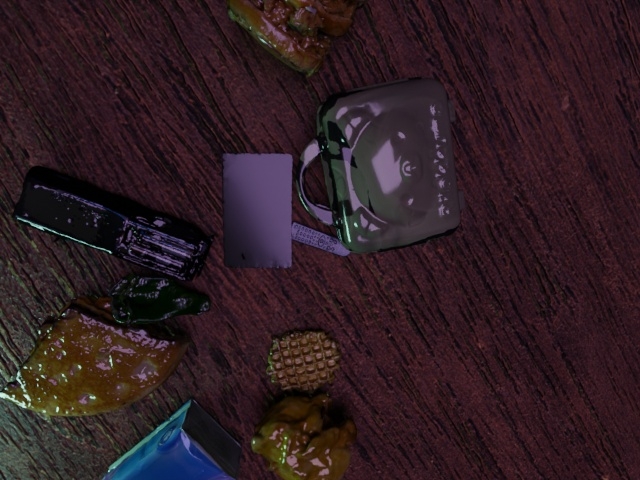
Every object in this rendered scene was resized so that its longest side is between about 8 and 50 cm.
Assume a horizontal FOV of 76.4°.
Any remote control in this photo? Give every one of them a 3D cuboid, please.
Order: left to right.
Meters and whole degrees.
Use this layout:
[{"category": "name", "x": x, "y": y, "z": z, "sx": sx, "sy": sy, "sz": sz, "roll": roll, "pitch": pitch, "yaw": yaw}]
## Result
[{"category": "remote control", "x": -0.442, "y": -0.025, "z": 0.875, "sx": 0.398, "sy": 0.062, "sz": 0.145, "roll": 21, "pitch": 98, "yaw": -11}, {"category": "remote control", "x": 0.000, "y": 0.000, "z": 0.956, "sx": 0.152, "sy": 0.027, "sz": 0.043, "roll": 20, "pitch": 104, "yaw": -9}]

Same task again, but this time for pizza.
[{"category": "pizza", "x": -0.502, "y": 0.255, "z": 0.895, "sx": 0.408, "sy": 0.114, "sz": 0.278, "roll": -21, "pitch": 102, "yaw": -4}]

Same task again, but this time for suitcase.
[{"category": "suitcase", "x": 0.116, "y": -0.142, "z": 0.859, "sx": 0.339, "sy": 0.194, "sz": 0.352, "roll": -11, "pitch": 102, "yaw": -3}]

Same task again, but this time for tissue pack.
[{"category": "tissue pack", "x": -0.349, "y": 0.549, "z": 0.955, "sx": 0.263, "sy": 0.146, "sz": 0.198, "roll": -39, "pitch": 102, "yaw": 2}]

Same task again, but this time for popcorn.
[{"category": "popcorn", "x": -0.031, "y": 0.477, "z": 0.960, "sx": 0.253, "sy": 0.190, "sz": 0.191, "roll": -9, "pitch": 125, "yaw": -9}]

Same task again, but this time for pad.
[{"category": "pad", "x": -0.144, "y": -0.065, "z": 0.928, "sx": 0.159, "sy": 0.009, "sz": 0.265, "roll": 1, "pitch": 100, "yaw": -1}]

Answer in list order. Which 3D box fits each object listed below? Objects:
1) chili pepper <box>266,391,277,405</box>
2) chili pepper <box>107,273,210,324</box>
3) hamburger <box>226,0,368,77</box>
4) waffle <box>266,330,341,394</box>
[{"category": "chili pepper", "x": -0.120, "y": 0.422, "z": 1.026, "sx": 0.030, "sy": 0.017, "sz": 0.083, "roll": -1, "pitch": 102, "yaw": -6}, {"category": "chili pepper", "x": -0.346, "y": 0.138, "z": 0.889, "sx": 0.216, "sy": 0.062, "sz": 0.108, "roll": 11, "pitch": 62, "yaw": -30}, {"category": "hamburger", "x": -0.041, "y": -0.448, "z": 0.770, "sx": 0.245, "sy": 0.260, "sz": 0.211, "roll": 44, "pitch": 114, "yaw": 29}, {"category": "waffle", "x": -0.040, "y": 0.299, "z": 1.002, "sx": 0.191, "sy": 0.038, "sz": 0.191, "roll": -1, "pitch": 101, "yaw": -7}]
